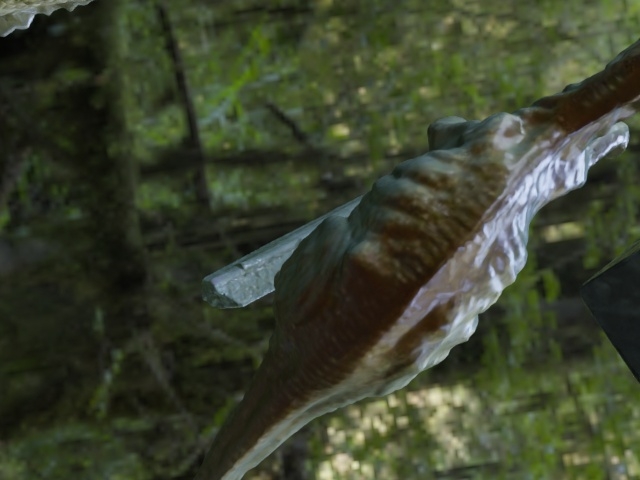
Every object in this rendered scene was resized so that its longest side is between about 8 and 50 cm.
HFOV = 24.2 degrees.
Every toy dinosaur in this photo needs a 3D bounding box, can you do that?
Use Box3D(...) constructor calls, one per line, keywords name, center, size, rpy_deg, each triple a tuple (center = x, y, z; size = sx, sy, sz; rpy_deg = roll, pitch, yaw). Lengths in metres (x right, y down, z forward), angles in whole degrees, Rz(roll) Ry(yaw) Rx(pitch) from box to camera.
Box3D(name="toy dinosaur", center=(0.016, 0.037, 0.666), size=(0.092, 0.393, 0.205), rpy_deg=(49, -2, 0))

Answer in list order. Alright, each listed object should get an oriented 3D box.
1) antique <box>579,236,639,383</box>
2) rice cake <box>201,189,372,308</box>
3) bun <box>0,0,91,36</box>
Box3D(name="antique", center=(0.236, 0.009, 0.824), size=(0.183, 0.088, 0.086), rpy_deg=(-32, 86, -46))
Box3D(name="rice cake", center=(0.000, 0.000, 0.976), size=(0.029, 0.170, 0.033), rpy_deg=(68, -16, -15))
Box3D(name="bun", center=(-0.233, -0.268, 1.101), size=(0.364, 0.364, 0.202), rpy_deg=(-64, 145, -85))
